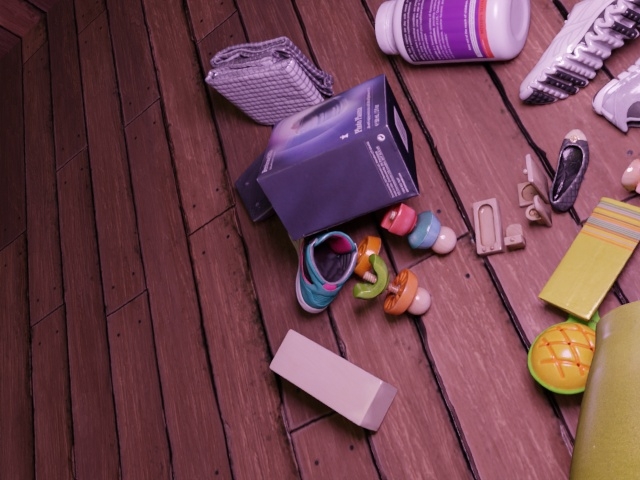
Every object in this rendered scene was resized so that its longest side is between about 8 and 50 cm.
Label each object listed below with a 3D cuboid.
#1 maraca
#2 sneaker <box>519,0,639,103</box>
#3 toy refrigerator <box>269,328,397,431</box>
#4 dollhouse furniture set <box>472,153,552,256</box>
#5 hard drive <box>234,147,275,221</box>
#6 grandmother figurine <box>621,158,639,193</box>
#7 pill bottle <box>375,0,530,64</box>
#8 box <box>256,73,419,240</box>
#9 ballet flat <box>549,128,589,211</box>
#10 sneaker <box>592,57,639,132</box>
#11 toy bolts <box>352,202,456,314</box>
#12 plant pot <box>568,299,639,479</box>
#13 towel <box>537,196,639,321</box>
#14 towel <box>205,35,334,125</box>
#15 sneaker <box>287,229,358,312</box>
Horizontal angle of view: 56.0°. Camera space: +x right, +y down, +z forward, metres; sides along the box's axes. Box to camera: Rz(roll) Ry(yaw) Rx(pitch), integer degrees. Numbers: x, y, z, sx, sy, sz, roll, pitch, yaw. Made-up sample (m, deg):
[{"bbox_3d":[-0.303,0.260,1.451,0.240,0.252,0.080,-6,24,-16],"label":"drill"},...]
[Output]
[{"bbox_3d":[0.448,0.191,1.059,0.185,0.099,0.127,-41,52,-17],"label":"maraca"},{"bbox_3d":[0.510,-0.389,1.192,0.292,0.110,0.118,-45,47,38],"label":"sneaker"},{"bbox_3d":[0.026,0.302,1.317,0.269,0.094,0.102,22,80,38],"label":"toy refrigerator"},{"bbox_3d":[0.364,-0.064,1.190,0.151,0.123,0.144,-13,66,31],"label":"dollhouse furniture set"},{"bbox_3d":[-0.105,-0.178,1.607,0.254,0.054,0.172,-41,54,16],"label":"hard drive"},{"bbox_3d":[0.677,-0.052,0.982,0.342,0.104,0.208,38,99,40],"label":"grandmother figurine"},{"bbox_3d":[0.292,-0.495,1.364,0.322,0.181,0.182,10,79,37],"label":"pill bottle"},{"bbox_3d":[0.042,-0.187,1.326,0.293,0.183,0.296,-21,30,18],"label":"box"},{"bbox_3d":[0.488,-0.139,1.178,0.057,0.049,0.173,8,78,36],"label":"ballet flat"},{"bbox_3d":[0.638,-0.290,1.118,0.229,0.086,0.132,-46,58,25],"label":"sneaker"},{"bbox_3d":[0.184,0.035,1.309,0.229,0.158,0.218,-63,10,12],"label":"toy bolts"},{"bbox_3d":[0.520,0.280,0.843,0.366,0.366,0.353,-10,56,32],"label":"plant pot"},{"bbox_3d":[0.502,0.030,1.095,0.102,0.021,0.237,28,78,42],"label":"towel"},{"bbox_3d":[-0.126,-0.423,1.601,0.283,0.235,0.122,0,67,35],"label":"towel"},{"bbox_3d":[0.000,0.000,1.380,0.178,0.123,0.296,136,130,-56],"label":"sneaker"}]
